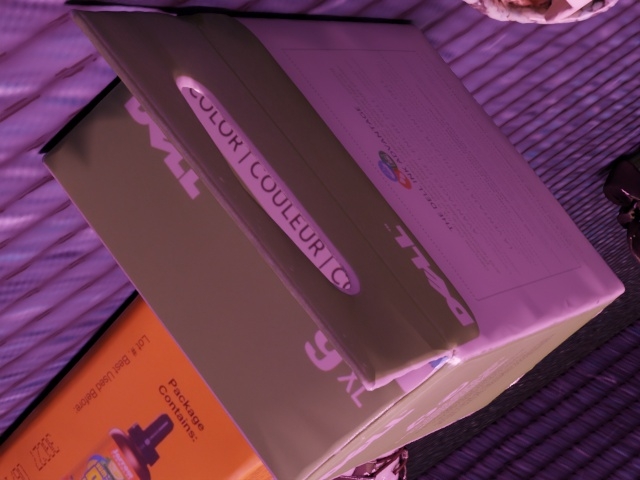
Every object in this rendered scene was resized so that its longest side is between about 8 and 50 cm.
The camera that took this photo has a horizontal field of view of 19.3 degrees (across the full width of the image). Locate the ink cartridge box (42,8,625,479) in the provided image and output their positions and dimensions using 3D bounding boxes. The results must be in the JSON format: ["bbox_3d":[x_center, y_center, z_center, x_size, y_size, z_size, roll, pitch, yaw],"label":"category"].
[{"bbox_3d":[0.000,0.000,0.497,0.062,0.109,0.209,-41,168,21],"label":"ink cartridge box"}]

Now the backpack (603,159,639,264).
[{"bbox_3d":[0.365,-0.024,1.128,0.276,0.263,0.213,-30,168,-25],"label":"backpack"}]

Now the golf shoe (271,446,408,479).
[{"bbox_3d":[0.034,0.134,1.232,0.077,0.094,0.198,-28,165,-34],"label":"golf shoe"}]

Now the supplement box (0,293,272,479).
[{"bbox_3d":[-0.076,0.092,0.742,0.080,0.078,0.233,-25,165,-47],"label":"supplement box"}]

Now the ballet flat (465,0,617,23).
[{"bbox_3d":[0.038,-0.080,0.395,0.070,0.070,0.188,-39,169,15],"label":"ballet flat"}]
